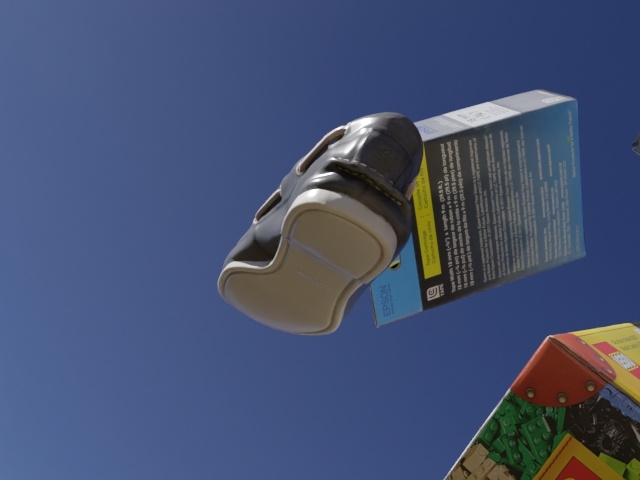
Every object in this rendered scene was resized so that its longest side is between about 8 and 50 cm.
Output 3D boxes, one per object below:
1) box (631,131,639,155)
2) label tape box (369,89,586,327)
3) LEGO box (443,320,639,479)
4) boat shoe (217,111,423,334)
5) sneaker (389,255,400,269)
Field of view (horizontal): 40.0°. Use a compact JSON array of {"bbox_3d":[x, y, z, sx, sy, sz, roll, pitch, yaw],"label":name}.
[{"bbox_3d":[0.506,-0.156,0.858,0.293,0.073,0.296,20,-69,-18],"label":"box"},{"bbox_3d":[0.193,-0.051,1.216,0.106,0.333,0.241,-135,-148,-62],"label":"label tape box"},{"bbox_3d":[0.283,0.287,0.924,0.193,0.500,0.373,39,-73,27],"label":"LEGO box"},{"bbox_3d":[0.000,0.000,0.726,0.112,0.096,0.335,32,-23,-6],"label":"boat shoe"},{"bbox_3d":[0.160,0.053,1.496,0.127,0.208,0.319,-39,-37,18],"label":"sneaker"}]
